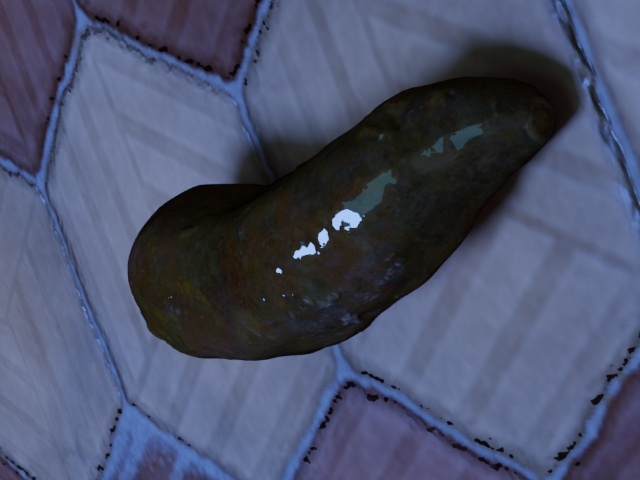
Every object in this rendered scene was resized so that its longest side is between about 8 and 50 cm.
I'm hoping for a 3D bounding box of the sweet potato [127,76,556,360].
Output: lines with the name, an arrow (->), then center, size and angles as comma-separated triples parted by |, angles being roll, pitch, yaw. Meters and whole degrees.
sweet potato -> 0.000, 0.001, 0.849 | 0.292, 0.097, 0.097 | -21, 92, 53
